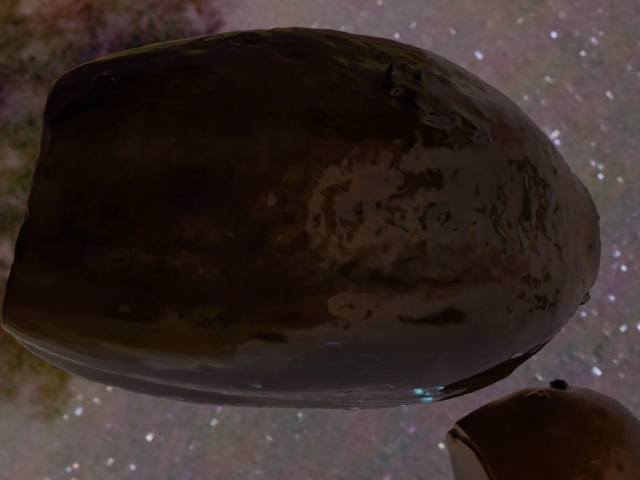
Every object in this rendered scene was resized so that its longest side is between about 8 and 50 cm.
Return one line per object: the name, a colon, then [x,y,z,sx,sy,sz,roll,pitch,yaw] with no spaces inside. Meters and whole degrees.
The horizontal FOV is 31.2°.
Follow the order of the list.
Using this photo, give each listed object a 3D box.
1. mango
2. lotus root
mango: [0.220,0.232,0.958,0.166,0.236,0.136,-16,-176,-12]
lotus root: [-0.001,-0.008,0.549,0.193,0.291,0.193,-176,-90,-72]
